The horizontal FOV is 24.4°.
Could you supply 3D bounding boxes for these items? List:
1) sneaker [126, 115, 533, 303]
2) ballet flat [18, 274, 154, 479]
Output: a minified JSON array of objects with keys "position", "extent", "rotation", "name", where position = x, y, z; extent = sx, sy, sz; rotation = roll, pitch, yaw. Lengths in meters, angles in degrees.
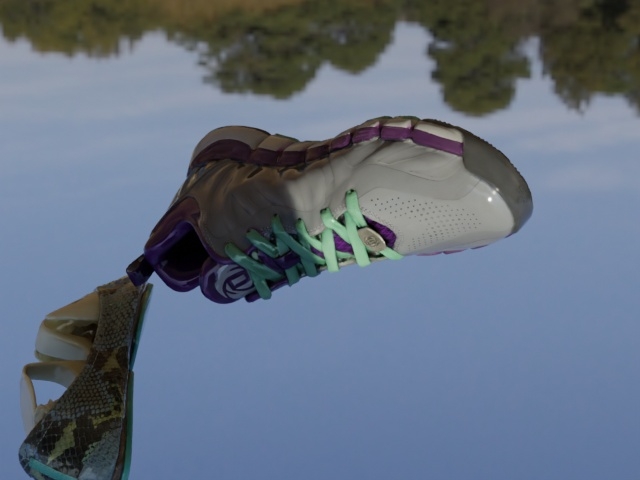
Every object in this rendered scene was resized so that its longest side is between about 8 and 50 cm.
[{"position":[0.000,0.000,0.717],"extent":[0.224,0.083,0.098],"rotation":[1,-132,49],"name":"sneaker"},{"position":[-0.127,0.067,0.800],"extent":[0.070,0.070,0.188],"rotation":[1,-153,-4],"name":"ballet flat"}]
